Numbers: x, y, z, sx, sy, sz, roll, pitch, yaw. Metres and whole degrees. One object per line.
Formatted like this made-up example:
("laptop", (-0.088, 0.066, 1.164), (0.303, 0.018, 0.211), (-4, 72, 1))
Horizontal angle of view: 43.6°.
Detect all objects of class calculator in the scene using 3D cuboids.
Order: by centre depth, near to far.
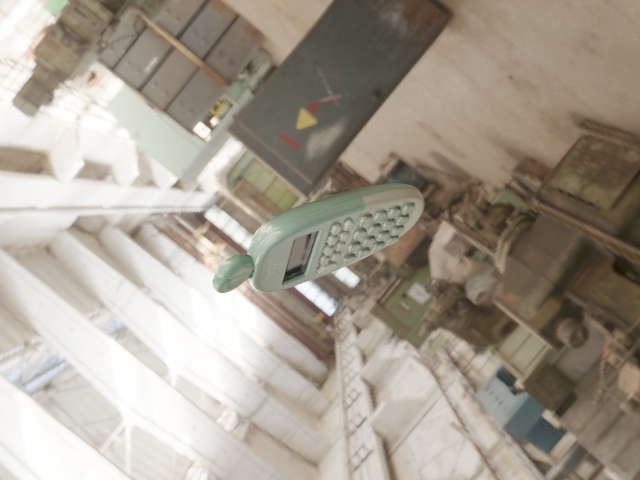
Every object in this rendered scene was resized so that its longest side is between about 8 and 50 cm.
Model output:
("calculator", (0.000, 0.000, 0.528), (0.095, 0.153, 0.021), (107, 142, -61))
